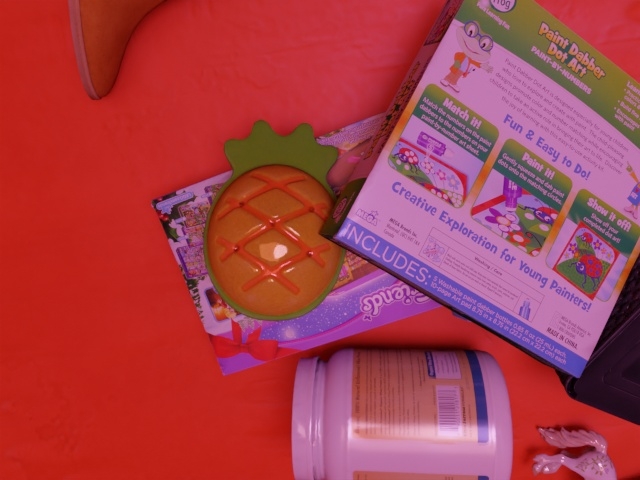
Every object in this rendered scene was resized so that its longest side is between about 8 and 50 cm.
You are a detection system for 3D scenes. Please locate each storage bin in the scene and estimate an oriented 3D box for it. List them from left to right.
[{"bbox_3d":[0.309,0.074,0.513,0.122,0.084,0.180,23,117,-14],"label":"storage bin"}]

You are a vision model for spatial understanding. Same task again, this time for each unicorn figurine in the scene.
[{"bbox_3d":[0.297,0.278,0.589,0.111,0.060,0.162,-17,99,24],"label":"unicorn figurine"}]

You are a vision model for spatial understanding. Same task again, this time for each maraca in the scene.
[{"bbox_3d":[-0.039,-0.021,0.494,0.127,0.099,0.186,4,76,-5],"label":"maraca"}]

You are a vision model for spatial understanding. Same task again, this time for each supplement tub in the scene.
[{"bbox_3d":[0.077,0.181,0.557,0.199,0.144,0.145,0,102,5],"label":"supplement tub"}]

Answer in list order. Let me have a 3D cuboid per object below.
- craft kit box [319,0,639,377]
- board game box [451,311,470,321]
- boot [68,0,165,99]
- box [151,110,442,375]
[{"bbox_3d":[0.164,-0.051,0.464,0.249,0.061,0.247,31,87,-14],"label":"craft kit box"},{"bbox_3d":[0.192,-0.043,0.519,0.211,0.039,0.160,-25,99,-13],"label":"board game box"},{"bbox_3d":[-0.119,-0.259,0.507,0.211,0.104,0.295,-2,132,-21],"label":"boot"},{"bbox_3d":[0.000,0.000,0.571,0.293,0.057,0.201,-19,98,8],"label":"box"}]
